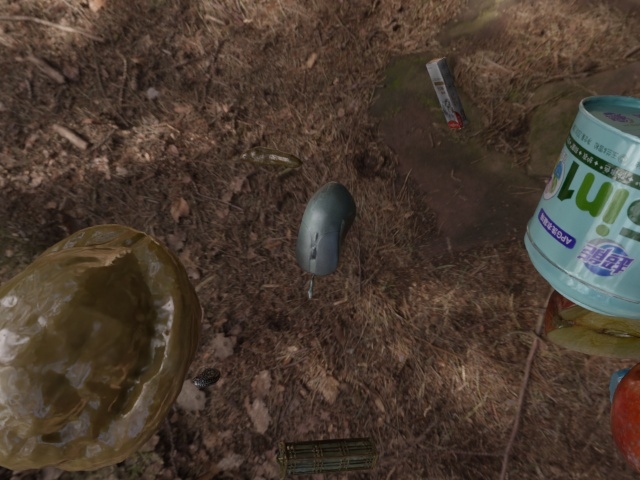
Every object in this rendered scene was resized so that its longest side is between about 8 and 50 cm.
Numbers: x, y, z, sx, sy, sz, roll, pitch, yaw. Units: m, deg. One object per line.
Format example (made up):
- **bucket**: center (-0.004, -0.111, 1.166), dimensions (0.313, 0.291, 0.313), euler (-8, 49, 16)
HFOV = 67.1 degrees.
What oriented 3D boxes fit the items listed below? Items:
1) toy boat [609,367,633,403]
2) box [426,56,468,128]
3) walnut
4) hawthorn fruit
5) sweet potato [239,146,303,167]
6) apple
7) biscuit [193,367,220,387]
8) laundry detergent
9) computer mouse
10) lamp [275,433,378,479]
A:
- **toy boat**: center (0.983, 0.465, 1.527), dimensions (0.102, 0.215, 0.088), euler (-5, 45, 19)
- **box**: center (0.385, -0.443, 1.463), dimensions (0.040, 0.055, 0.218), euler (-36, 114, -15)
- **walnut**: center (-0.371, 0.176, 0.790), dimensions (0.384, 0.383, 0.383), euler (0, 85, 5)
- **hawthorn fruit**: center (0.479, 0.242, 0.643), dimensions (0.173, 0.173, 0.172), euler (0, 85, 5)
- **sweet potato**: center (-0.128, -0.226, 1.321), dimensions (0.182, 0.054, 0.053), euler (9, 68, 19)
- **apple**: center (0.887, 0.243, 1.472), dimensions (0.365, 0.329, 0.294), euler (6, 97, 25)
- **biscuit**: center (-0.337, 0.403, 1.423), dimensions (0.087, 0.089, 0.027), euler (-12, 102, -34)
- **laundry detergent**: center (0.515, -0.045, 0.796), dimensions (0.288, 0.287, 0.305), euler (13, 123, 6)
- **computer mouse**: center (0.000, 0.000, 1.512), dimensions (0.167, 0.090, 0.379), euler (13, 94, 25)
- **lamp**: center (0.023, 0.709, 1.588), dimensions (0.326, 0.089, 0.090), euler (2, 115, -16)
